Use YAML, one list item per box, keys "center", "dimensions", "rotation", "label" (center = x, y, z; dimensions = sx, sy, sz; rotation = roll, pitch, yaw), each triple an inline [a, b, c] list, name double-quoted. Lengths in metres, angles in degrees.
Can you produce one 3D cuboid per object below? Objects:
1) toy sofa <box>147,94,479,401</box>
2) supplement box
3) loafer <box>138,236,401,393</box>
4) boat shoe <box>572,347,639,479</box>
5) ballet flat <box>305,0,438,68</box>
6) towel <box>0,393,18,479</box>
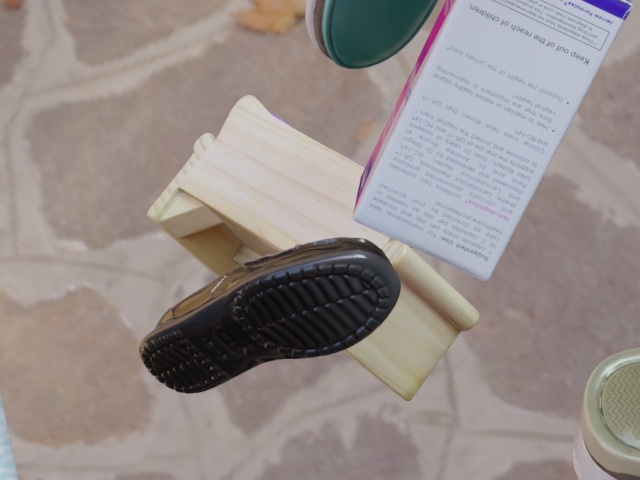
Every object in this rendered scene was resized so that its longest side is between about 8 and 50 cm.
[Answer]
- center: [0.000, 0.000, 1.731]
  dimensions: [0.362, 0.150, 0.177]
  rotation: [30, 80, 46]
  label: "toy sofa"
- center: [0.119, -0.100, 1.185]
  dimensions: [0.114, 0.111, 0.220]
  rotation: [23, 107, -3]
  label: "supplement box"
- center: [-0.037, 0.039, 1.173]
  dimensions: [0.220, 0.080, 0.078]
  rotation: [-19, 32, 33]
  label: "loafer"
- center: [0.293, 0.129, 0.922]
  dimensions: [0.302, 0.103, 0.113]
  rotation: [9, 52, 9]
  label: "boat shoe"
- center: [0.045, -0.292, 1.344]
  dimensions: [0.139, 0.400, 0.139]
  rotation: [1, 65, -3]
  label: "ballet flat"
- center: [-0.346, 0.145, 1.114]
  dimensions: [0.320, 0.090, 0.375]
  rotation: [-22, 77, 33]
  label: "towel"
